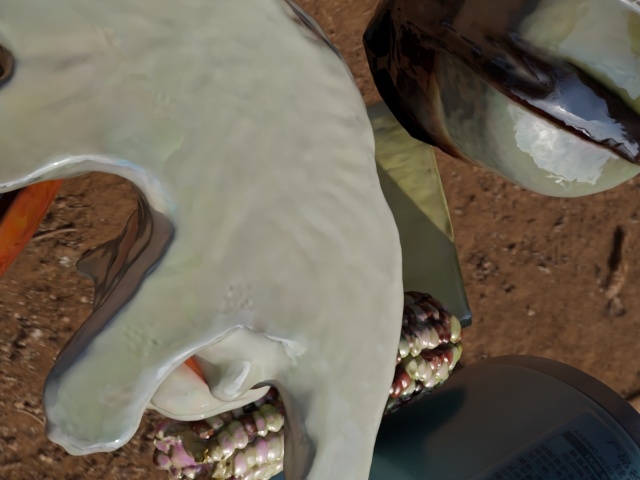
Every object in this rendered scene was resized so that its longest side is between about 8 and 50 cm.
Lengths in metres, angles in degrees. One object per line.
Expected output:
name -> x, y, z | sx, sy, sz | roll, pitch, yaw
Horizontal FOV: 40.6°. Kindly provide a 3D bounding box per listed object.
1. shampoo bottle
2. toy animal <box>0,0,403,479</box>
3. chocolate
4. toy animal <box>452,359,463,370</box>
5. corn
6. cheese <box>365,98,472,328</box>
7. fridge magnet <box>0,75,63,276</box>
shampoo bottle -> 0.126, 0.300, 0.797 | 0.342, 0.331, 0.331 | -10, 95, -51
toy animal -> -0.101, -0.037, 0.447 | 0.307, 0.188, 0.266 | 20, 91, -21
chocolate -> 0.201, -0.162, 0.718 | 0.283, 0.186, 0.284 | -7, 119, -13
toy animal -> 0.100, 0.128, 1.225 | 0.066, 0.224, 0.230 | 14, 67, -44
corn -> 0.005, 0.108, 0.631 | 0.280, 0.092, 0.092 | -22, 101, -46
cheese -> 0.000, 0.000, 0.895 | 0.265, 0.124, 0.243 | -13, 82, 4
fridge magnet -> -0.371, -0.041, 0.789 | 0.155, 0.363, 0.364 | 44, 69, -40
